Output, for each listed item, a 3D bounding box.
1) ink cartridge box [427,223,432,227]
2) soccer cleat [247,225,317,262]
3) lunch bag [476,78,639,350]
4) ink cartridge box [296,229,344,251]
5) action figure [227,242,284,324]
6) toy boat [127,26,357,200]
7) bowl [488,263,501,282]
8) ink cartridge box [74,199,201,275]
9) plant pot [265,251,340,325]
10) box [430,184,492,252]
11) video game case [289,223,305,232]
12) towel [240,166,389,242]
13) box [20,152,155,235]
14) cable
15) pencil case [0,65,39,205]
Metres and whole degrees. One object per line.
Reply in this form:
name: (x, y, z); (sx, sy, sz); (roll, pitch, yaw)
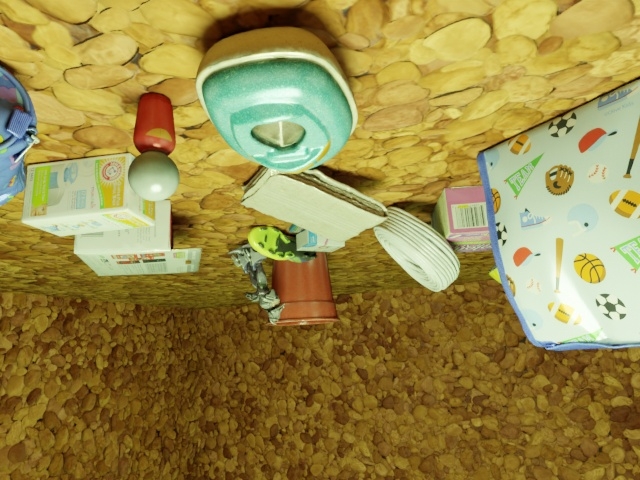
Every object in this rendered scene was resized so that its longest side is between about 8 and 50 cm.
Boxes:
ink cartridge box: (0.339, 0.004, 1.440); (0.092, 0.089, 0.143); (-3, 166, -1)
soccer cleat: (-0.129, 0.020, 1.403); (0.121, 0.093, 0.289); (-5, 168, 38)
lunch bag: (0.482, -0.014, 0.768); (0.239, 0.385, 0.328); (5, 163, -29)
ink cartridge box: (0.000, 0.000, 1.360); (0.122, 0.052, 0.088); (2, 166, -26)
action figure: (-0.201, 0.147, 1.499); (0.099, 0.285, 0.185); (-22, 180, -34)
toy boat: (-0.109, -0.142, 0.604); (0.318, 0.148, 0.267); (-7, 166, 14)
bowl: (0.571, 0.040, 1.096); (0.289, 0.156, 0.289); (-38, 165, -12)
ink cartridge box: (-0.450, 0.002, 1.164); (0.272, 0.130, 0.309); (0, 167, -18)
plant pot: (-0.071, 0.172, 1.674); (0.272, 0.265, 0.272); (-4, 167, -1)
box: (0.412, -0.051, 1.171); (0.214, 0.117, 0.243); (-4, 167, 4)
video game case: (0.002, -0.042, 1.332); (0.166, 0.015, 0.119); (1, 167, -19)
towel: (-0.018, -0.078, 0.971); (0.282, 0.049, 0.187); (22, 154, -24)
box: (-0.425, -0.083, 0.848); (0.203, 0.114, 0.103); (-5, 165, 7)
cable: (0.251, 0.024, 1.204); (0.089, 0.257, 0.257); (-47, 161, -6)
pencil case: (-0.470, -0.130, 0.626); (0.133, 0.119, 0.306); (31, 152, -27)
